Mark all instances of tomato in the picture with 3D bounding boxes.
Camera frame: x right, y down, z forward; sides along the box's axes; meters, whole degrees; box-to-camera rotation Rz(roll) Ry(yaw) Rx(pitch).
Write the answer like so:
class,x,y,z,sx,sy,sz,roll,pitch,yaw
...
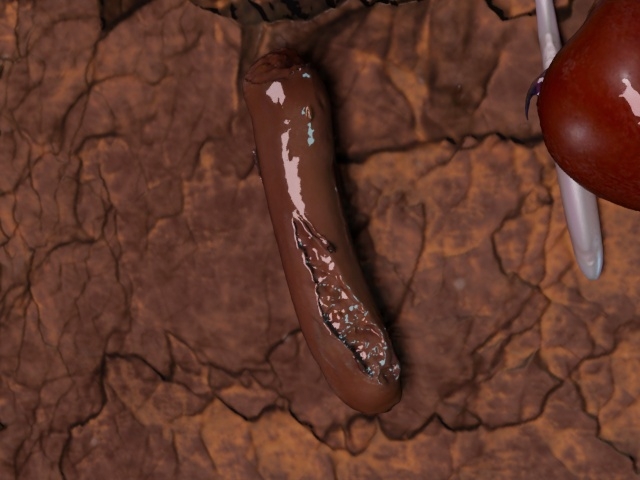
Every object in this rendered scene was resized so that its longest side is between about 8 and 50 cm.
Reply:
class,x,y,z,sx,sy,sz,roll,pitch,yaw
tomato,0.225,-0.089,1.020,0.167,0.167,0.167,8,111,23

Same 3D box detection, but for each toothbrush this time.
class,x,y,z,sx,sy,sz,roll,pitch,yaw
toothbrush,0.168,-0.115,1.110,0.025,0.029,0.307,-8,104,20

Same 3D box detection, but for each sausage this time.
class,x,y,z,sx,sy,sz,roll,pitch,yaw
sausage,0.001,0.000,1.205,0.078,0.078,0.304,-8,104,28
